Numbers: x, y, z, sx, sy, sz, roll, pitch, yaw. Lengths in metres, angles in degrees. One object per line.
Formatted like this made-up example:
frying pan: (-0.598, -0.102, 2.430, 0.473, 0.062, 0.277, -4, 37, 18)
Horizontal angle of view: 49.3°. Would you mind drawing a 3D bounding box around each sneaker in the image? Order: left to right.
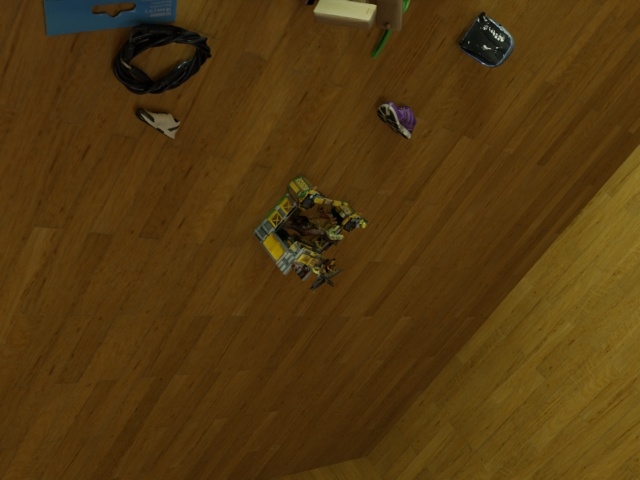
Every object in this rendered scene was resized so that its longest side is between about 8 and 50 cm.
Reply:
sneaker: (-0.324, -0.243, 1.390, 0.044, 0.040, 0.109, -60, 149, 1)
sneaker: (0.200, -0.323, 1.793, 0.071, 0.068, 0.170, -59, 153, 3)

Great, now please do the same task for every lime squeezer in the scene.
lime squeezer: (0.151, -0.523, 1.494, 0.109, 0.059, 0.310, -32, 147, -12)

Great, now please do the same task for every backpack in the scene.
backpack: (0.423, -0.491, 1.743, 0.105, 0.114, 0.084, -54, 164, 19)

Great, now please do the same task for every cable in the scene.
cable: (-0.287, -0.331, 1.295, 0.184, 0.047, 0.151, -11, 145, -38)

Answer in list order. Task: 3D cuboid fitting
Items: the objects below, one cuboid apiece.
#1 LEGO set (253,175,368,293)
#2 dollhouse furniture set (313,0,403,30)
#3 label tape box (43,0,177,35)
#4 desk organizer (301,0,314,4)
LEGO set: (0.000, 0.000, 1.845, 0.255, 0.192, 0.331, -43, 147, 6)
dollhouse furniture set: (0.080, -0.451, 1.429, 0.123, 0.144, 0.151, 84, 24, -53)
label tape box: (-0.304, -0.458, 1.082, 0.240, 0.106, 0.334, -17, 141, -29)
desk organizer: (0.004, -0.520, 1.359, 0.047, 0.050, 0.130, 6, 126, -48)
